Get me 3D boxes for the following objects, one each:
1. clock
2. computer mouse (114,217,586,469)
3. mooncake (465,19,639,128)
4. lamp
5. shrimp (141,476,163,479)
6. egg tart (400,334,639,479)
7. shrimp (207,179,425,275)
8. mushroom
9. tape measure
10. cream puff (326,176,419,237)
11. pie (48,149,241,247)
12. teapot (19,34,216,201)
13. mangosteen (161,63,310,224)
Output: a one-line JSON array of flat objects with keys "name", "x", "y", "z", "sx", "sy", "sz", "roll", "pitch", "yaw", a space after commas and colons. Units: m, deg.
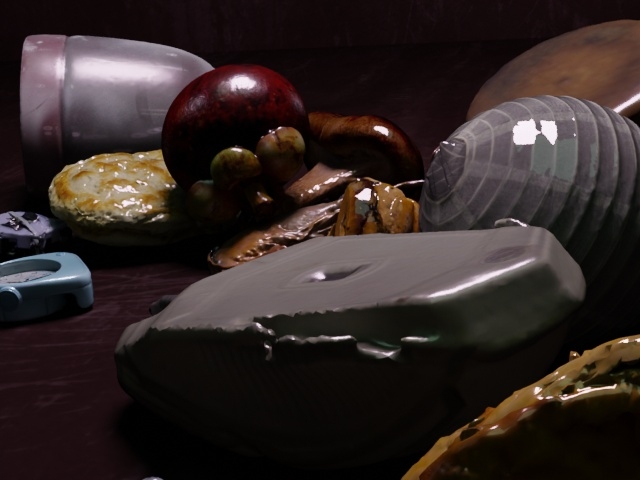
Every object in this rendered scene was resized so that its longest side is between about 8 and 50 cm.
[{"name": "clock", "x": -0.320, "y": 0.053, "z": 1.276, "sx": 0.147, "sy": 0.045, "sz": 0.108, "roll": -12, "pitch": 17, "yaw": -20}, {"name": "computer mouse", "x": 0.018, "y": 0.086, "z": 0.919, "sx": 0.429, "sy": 0.146, "sz": 0.228, "roll": -5, "pitch": 19, "yaw": 45}, {"name": "mooncake", "x": 0.319, "y": -0.132, "z": 1.423, "sx": 0.290, "sy": 0.161, "sz": 0.290, "roll": -23, "pitch": 26, "yaw": 12}, {"name": "lamp", "x": 0.194, "y": -0.020, "z": 1.060, "sx": 0.233, "sy": 0.233, "sz": 0.265, "roll": -4, "pitch": 31, "yaw": 1}, {"name": "shrimp", "x": -0.201, "y": 0.208, "z": 0.707, "sx": 0.316, "sy": 0.062, "sz": 0.164, "roll": -14, "pitch": 23, "yaw": -16}, {"name": "egg tart", "x": 0.147, "y": 0.176, "z": 0.472, "sx": 0.290, "sy": 0.115, "sz": 0.290, "roll": -11, "pitch": 55, "yaw": 17}, {"name": "shrimp", "x": 0.003, "y": 0.001, "z": 1.339, "sx": 0.262, "sy": 0.066, "sz": 0.117, "roll": -18, "pitch": 29, "yaw": 5}, {"name": "mushroom", "x": 0.000, "y": -0.060, "z": 1.482, "sx": 0.217, "sy": 0.148, "sz": 0.227, "roll": -37, "pitch": 22, "yaw": -29}, {"name": "tape measure", "x": -0.360, "y": -0.001, "z": 1.449, "sx": 0.094, "sy": 0.054, "sz": 0.091, "roll": 10, "pitch": 22, "yaw": 15}, {"name": "cream puff", "x": 0.058, "y": -0.004, "z": 1.252, "sx": 0.104, "sy": 0.119, "sz": 0.133, "roll": 16, "pitch": 28, "yaw": -6}, {"name": "pie", "x": -0.210, "y": -0.048, "z": 1.489, "sx": 0.247, "sy": 0.090, "sz": 0.201, "roll": -7, "pitch": 30, "yaw": -27}, {"name": "teapot", "x": -0.265, "y": -0.163, "z": 1.752, "sx": 0.312, "sy": 0.233, "sz": 0.315, "roll": 0, "pitch": -12, "yaw": -7}, {"name": "mangosteen", "x": -0.094, "y": -0.105, "z": 1.391, "sx": 0.199, "sy": 0.200, "sz": 0.200, "roll": -4, "pitch": 17, "yaw": 1}]
